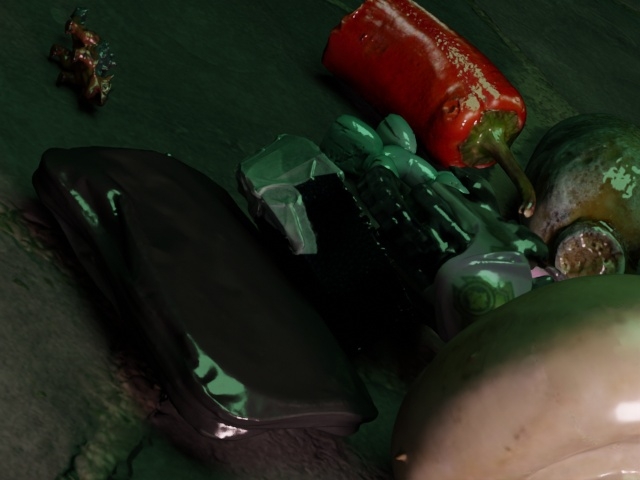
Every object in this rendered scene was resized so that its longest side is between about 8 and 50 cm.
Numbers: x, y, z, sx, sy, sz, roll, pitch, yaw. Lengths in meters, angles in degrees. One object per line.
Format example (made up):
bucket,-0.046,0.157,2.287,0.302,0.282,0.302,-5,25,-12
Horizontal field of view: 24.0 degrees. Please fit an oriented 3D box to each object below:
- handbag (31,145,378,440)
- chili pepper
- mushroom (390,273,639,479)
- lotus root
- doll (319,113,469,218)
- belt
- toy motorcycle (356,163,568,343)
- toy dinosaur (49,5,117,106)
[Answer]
handbag,-0.098,0.034,1.201,0.192,0.075,0.332,4,37,-47
chili pepper,0.161,-0.148,1.722,0.338,0.134,0.131,42,-6,25
mushroom,0.208,0.183,1.111,0.293,0.292,0.290,11,54,-39
lotus root,0.313,-0.061,1.718,0.175,0.175,0.349,32,23,-5
doll,0.095,-0.073,1.615,0.159,0.059,0.158,2,39,-49
belt,0.000,0.000,1.285,0.198,0.078,0.151,56,-7,14
toy motorcycle,0.152,0.045,1.385,0.327,0.143,0.188,34,13,-51
toy dinosaur,-0.225,-0.179,1.443,0.055,0.049,0.154,15,37,-28
